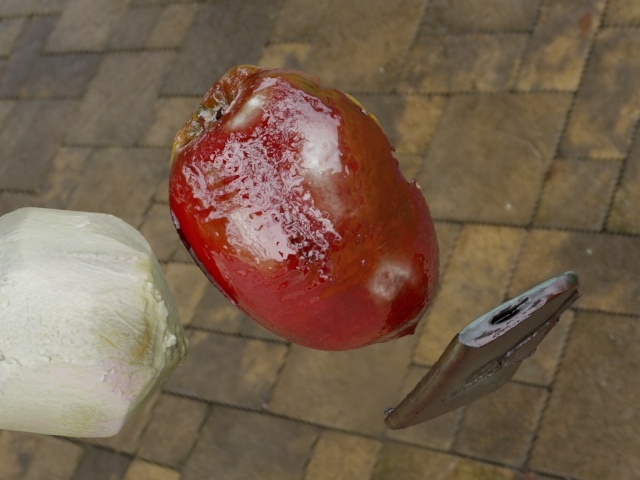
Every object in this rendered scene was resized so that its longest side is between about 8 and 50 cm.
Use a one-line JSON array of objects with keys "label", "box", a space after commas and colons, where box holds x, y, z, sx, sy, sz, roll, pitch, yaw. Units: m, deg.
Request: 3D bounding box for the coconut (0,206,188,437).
[{"label": "coconut", "box": [-0.242, 0.080, 1.220, 0.227, 0.230, 0.227, -175, 90, -70]}]

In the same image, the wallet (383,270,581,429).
[{"label": "wallet", "box": [0.142, 0.101, 1.089, 0.137, 0.255, 0.031, -22, 72, -19]}]

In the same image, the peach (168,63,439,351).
[{"label": "peach", "box": [-0.005, 0.002, 0.981, 0.154, 0.267, 0.159, -43, 27, -28]}]
